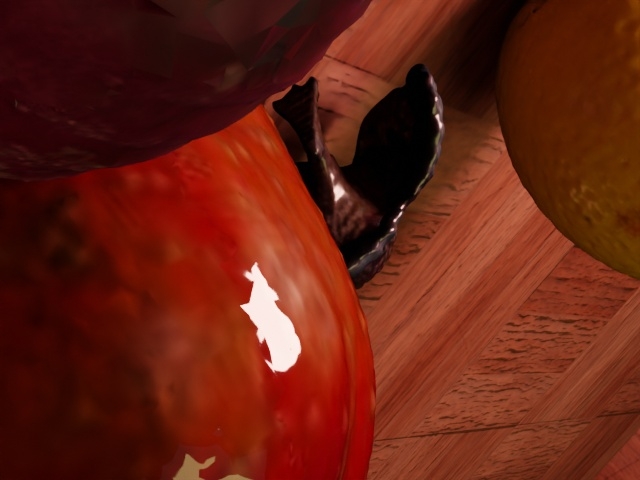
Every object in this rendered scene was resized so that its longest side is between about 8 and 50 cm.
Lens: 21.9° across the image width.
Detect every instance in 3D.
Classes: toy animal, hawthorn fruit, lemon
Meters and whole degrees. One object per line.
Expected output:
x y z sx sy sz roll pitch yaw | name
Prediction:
0.000 0.001 0.947 0.218 0.116 0.179 -46 159 -3 | toy animal
-0.094 0.064 0.576 0.285 0.369 0.284 -25 133 -30 | hawthorn fruit
0.232 -0.083 1.034 0.228 0.253 0.228 -25 155 -13 | lemon

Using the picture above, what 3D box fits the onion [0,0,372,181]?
-0.060 -0.150 0.418 0.272 0.230 0.256 -20 148 -34 | onion
